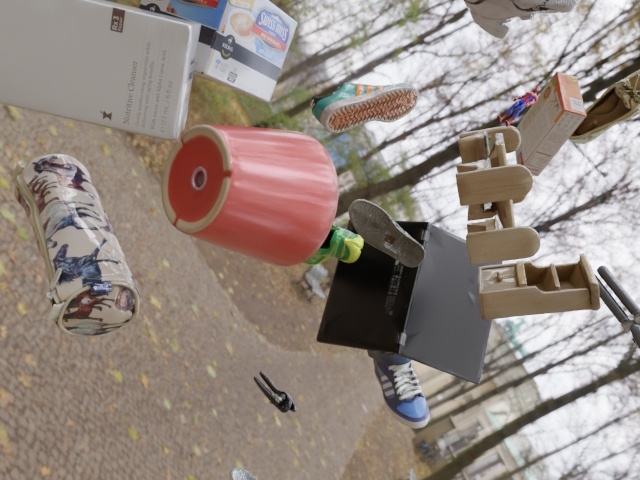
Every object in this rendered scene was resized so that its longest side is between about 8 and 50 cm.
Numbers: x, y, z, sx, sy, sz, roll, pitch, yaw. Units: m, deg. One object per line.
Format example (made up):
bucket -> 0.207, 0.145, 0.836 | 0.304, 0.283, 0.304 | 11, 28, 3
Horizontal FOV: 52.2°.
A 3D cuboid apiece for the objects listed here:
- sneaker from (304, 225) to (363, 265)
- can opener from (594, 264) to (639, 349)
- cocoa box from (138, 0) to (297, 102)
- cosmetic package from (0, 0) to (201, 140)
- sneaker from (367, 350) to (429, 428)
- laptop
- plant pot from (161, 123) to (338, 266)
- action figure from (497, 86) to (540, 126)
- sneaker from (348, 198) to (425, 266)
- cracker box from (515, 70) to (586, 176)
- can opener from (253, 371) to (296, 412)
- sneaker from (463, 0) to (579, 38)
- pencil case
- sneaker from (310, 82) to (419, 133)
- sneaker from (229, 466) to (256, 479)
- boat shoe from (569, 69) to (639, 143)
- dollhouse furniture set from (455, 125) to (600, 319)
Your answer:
sneaker -> 0.000, 0.000, 1.813 | 0.123, 0.109, 0.295 | 31, -20, -28
can opener -> 0.845, 0.194, 1.802 | 0.280, 0.074, 0.093 | 58, 17, 19
cocoa box -> -0.251, -0.510, 1.601 | 0.231, 0.228, 0.347 | 25, 9, 20
cosmetic package -> -0.428, -0.332, 1.185 | 0.156, 0.385, 0.217 | -101, -158, -70
sneaker -> 0.271, 0.443, 2.208 | 0.323, 0.130, 0.236 | -121, -155, -49
laptop -> 0.257, 0.164, 1.859 | 0.236, 0.408, 0.382 | 42, 59, -51
plant pot -> -0.141, -0.094, 1.222 | 0.243, 0.275, 0.275 | 10, 46, -49
action figure -> 0.440, -0.299, 1.433 | 0.038, 0.115, 0.030 | 41, -13, 39
sneaker -> 0.143, -0.021, 1.566 | 0.222, 0.083, 0.118 | 40, 2, -16
cracker box -> 0.597, -0.303, 1.722 | 0.232, 0.067, 0.156 | 116, -15, -51
can opener -> -0.152, 0.481, 2.063 | 0.186, 0.059, 0.073 | 33, -30, 36
sneaker -> 0.560, -0.673, 1.843 | 0.366, 0.137, 0.210 | 24, -5, 32
pencil case -> -0.517, -0.001, 1.358 | 0.183, 0.160, 0.410 | 22, 29, -54
sneaker -> 0.114, -0.370, 1.707 | 0.121, 0.302, 0.108 | 53, -32, 37
sneaker -> -0.142, 0.533, 1.327 | 0.152, 0.061, 0.053 | 51, 35, 11
boat shoe -> 0.814, -0.367, 1.806 | 0.104, 0.285, 0.089 | 53, 27, 13
dollhouse furniture set -> 0.461, -0.042, 1.462 | 0.362, 0.256, 0.394 | -60, 139, -65
